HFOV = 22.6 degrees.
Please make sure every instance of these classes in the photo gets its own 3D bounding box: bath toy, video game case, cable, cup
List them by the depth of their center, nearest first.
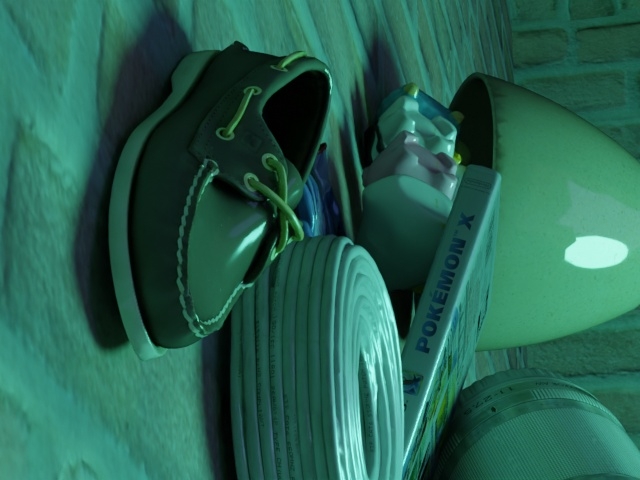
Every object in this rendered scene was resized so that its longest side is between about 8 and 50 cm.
[{"bbox_3d":[0.001,0.125,1.177,0.257,0.089,0.257,72,17,-49],"label":"cable"},{"bbox_3d":[0.103,0.129,1.483,0.329,0.036,0.300,81,27,-67],"label":"video game case"},{"bbox_3d":[0.094,-0.038,1.657,0.129,0.151,0.348,-53,-173,23],"label":"bath toy"},{"bbox_3d":[0.266,-0.017,1.897,0.331,0.237,0.331,-171,-90,-81],"label":"cup"}]

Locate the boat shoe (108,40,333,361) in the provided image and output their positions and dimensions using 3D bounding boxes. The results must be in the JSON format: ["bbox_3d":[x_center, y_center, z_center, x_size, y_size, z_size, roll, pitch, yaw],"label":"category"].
[{"bbox_3d":[-0.054,-0.036,0.963,0.305,0.091,0.109,-76,158,-58],"label":"boat shoe"}]

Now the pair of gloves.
[{"bbox_3d":[0.000,0.000,1.396,0.198,0.023,0.159,-67,149,-74],"label":"pair of gloves"}]

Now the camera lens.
[{"bbox_3d":[0.233,0.278,1.603,0.274,0.219,0.219,-116,-166,-63],"label":"camera lens"}]
